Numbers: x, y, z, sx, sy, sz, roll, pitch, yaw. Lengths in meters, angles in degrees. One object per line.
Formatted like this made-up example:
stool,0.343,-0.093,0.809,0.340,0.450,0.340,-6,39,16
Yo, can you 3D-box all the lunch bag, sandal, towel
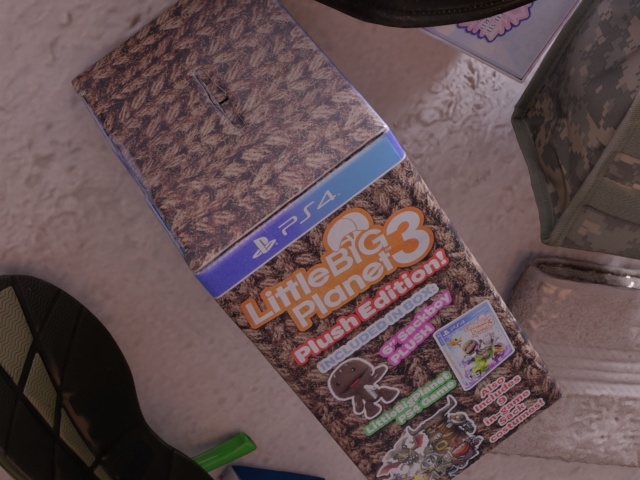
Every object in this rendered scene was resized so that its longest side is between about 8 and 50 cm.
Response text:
lunch bag,0.305,-0.116,1.272,0.235,0.169,0.287,11,133,-19
sandal,-0.174,0.153,1.324,0.120,0.086,0.302,-51,126,-27
towel,0.253,0.112,1.558,0.282,0.049,0.187,8,119,-32

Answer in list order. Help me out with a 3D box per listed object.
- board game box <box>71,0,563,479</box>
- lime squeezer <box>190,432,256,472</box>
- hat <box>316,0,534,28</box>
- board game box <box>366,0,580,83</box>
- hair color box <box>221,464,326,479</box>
board game box,0.000,0.000,1.216,0.141,0.232,0.291,-37,133,0
lime squeezer,-0.195,0.237,1.423,0.310,0.059,0.110,-42,162,4
hat,0.106,-0.236,1.072,0.331,0.134,0.331,-14,128,-19
board game box,0.099,-0.294,1.161,0.318,0.066,0.318,23,111,-38
hair color box,-0.077,0.372,1.492,0.105,0.174,0.347,14,117,-36
